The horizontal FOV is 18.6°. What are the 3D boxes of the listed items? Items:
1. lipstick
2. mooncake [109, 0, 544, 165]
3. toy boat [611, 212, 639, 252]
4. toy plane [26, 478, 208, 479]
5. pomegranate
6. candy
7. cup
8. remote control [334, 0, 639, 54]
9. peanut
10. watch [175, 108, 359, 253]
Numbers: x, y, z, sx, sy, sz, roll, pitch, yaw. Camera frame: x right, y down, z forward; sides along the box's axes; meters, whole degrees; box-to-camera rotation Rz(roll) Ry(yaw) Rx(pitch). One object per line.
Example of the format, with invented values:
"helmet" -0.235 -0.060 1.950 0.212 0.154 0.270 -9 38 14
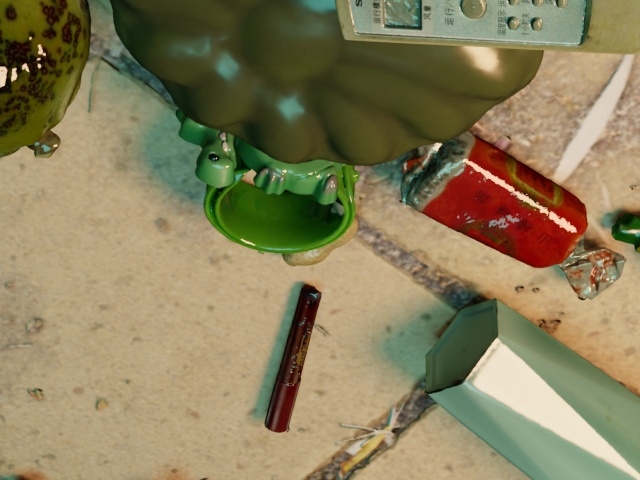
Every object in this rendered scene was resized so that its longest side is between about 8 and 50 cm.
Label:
"lipstick" -0.026 0.113 1.882 0.027 0.027 0.176 10 126 -6
"mooncake" 0.010 -0.227 1.515 0.356 0.194 0.356 0 126 1
"toy boat" 0.369 0.039 1.792 0.229 0.089 0.088 36 159 -24
"toy plane" -0.251 0.297 1.997 0.286 0.092 0.108 -16 147 14
"pomegranate" -0.310 -0.187 1.580 0.222 0.276 0.204 -39 159 5
"candy" 0.158 -0.034 1.743 0.292 0.059 0.086 29 123 -20
"cup" 0.212 0.165 1.852 0.236 0.148 0.134 34 148 -21
"remote control" 0.125 -0.181 1.383 0.233 0.038 0.098 5 128 10
"peanut" 0.000 0.000 1.787 0.083 0.037 0.037 -36 119 23
"watch" -0.049 -0.066 1.702 0.165 0.131 0.152 5 146 -8
